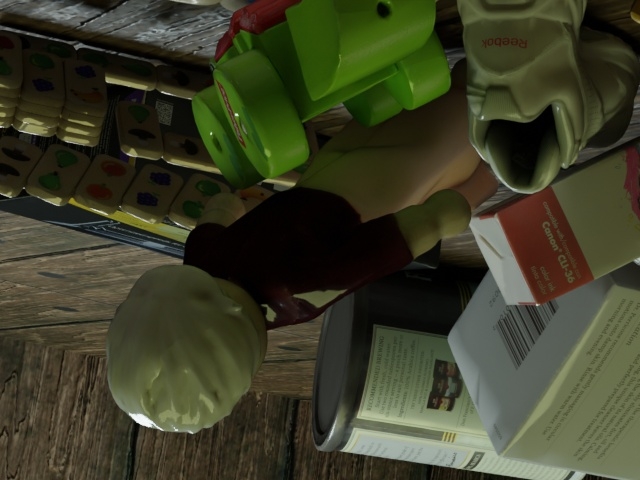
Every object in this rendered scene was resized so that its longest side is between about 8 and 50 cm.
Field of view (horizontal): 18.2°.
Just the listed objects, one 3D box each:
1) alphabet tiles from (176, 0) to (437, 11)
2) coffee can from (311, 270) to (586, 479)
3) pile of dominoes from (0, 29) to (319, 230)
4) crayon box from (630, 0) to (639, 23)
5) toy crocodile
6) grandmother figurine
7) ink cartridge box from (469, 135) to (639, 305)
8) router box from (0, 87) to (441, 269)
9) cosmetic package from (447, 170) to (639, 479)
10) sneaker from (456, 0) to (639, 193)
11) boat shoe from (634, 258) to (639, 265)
[{"bbox_3d":[-0.063,-0.172,1.092,0.284,0.021,0.278,10,172,-9],"label":"alphabet tiles"},{"bbox_3d":[0.145,0.140,2.096,0.275,0.202,0.201,10,169,-9],"label":"coffee can"},{"bbox_3d":[-0.109,-0.081,1.339,0.251,0.040,0.196,11,-147,-17],"label":"pile of dominoes"},{"bbox_3d":[0.280,-0.074,0.853,0.202,0.081,0.318,13,-166,-42],"label":"crayon box"},{"bbox_3d":[-0.012,-0.101,1.119,0.115,0.105,0.340,-26,-178,-9],"label":"toy crocodile"},{"bbox_3d":[0.000,0.000,1.195,0.207,0.104,0.342,-16,-162,47],"label":"grandmother figurine"},{"bbox_3d":[0.201,-0.028,1.255,0.198,0.067,0.115,-25,-179,-4],"label":"ink cartridge box"},{"bbox_3d":[-0.089,-0.039,1.647,0.308,0.081,0.243,16,167,-37],"label":"router box"},{"bbox_3d":[0.318,0.095,1.645,0.365,0.155,0.197,14,123,-28],"label":"cosmetic package"},{"bbox_3d":[0.128,-0.079,1.185,0.090,0.115,0.232,3,168,25],"label":"sneaker"},{"bbox_3d":[0.361,-0.009,1.383,0.324,0.123,0.120,6,166,4],"label":"boat shoe"}]
